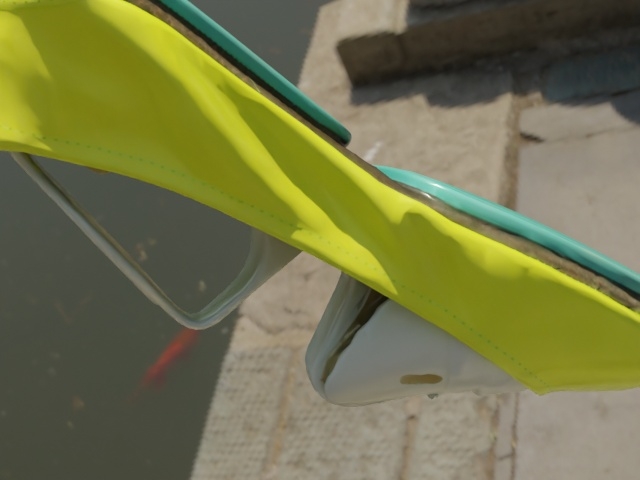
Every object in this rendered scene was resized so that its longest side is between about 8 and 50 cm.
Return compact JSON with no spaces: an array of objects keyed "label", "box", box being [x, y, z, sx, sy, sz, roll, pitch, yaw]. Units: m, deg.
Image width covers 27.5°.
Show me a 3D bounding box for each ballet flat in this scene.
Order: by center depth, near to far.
[{"label":"ballet flat","box":[0.000,0.000,0.360,0.077,0.231,0.077,-60,17,0]}]
